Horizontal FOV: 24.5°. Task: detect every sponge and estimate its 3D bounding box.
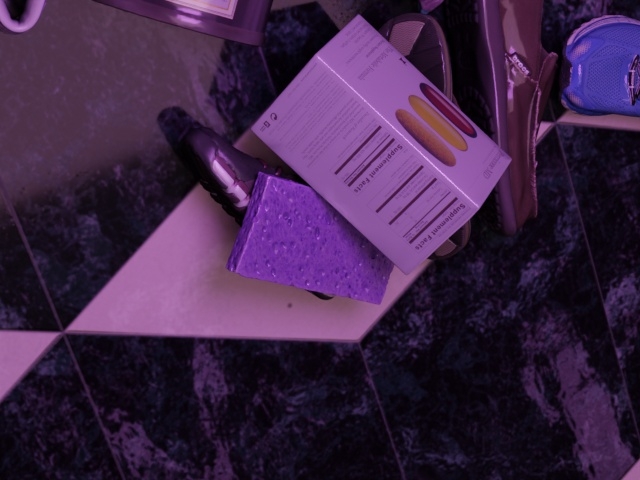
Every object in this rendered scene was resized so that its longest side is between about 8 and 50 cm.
[{"bbox_3d":[0.000,0.000,1.689,0.210,0.031,0.117,14,97,-35],"label":"sponge"}]

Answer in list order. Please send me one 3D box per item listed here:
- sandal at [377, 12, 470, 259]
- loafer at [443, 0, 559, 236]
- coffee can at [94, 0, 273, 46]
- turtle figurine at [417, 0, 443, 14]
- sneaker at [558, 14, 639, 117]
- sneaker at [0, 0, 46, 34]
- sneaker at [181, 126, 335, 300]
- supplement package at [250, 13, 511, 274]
[{"bbox_3d":[0.119,-0.126,1.765,0.086,0.120,0.303,-42,128,-54],"label":"sandal"},{"bbox_3d":[0.234,-0.183,1.760,0.130,0.134,0.366,-10,107,-17],"label":"loafer"},{"bbox_3d":[-0.121,-0.364,1.550,0.201,0.201,0.275,13,100,-22],"label":"coffee can"},{"bbox_3d":[0.045,-0.351,1.666,0.234,0.118,0.175,19,98,-28],"label":"turtle figurine"},{"bbox_3d":[0.438,-0.204,1.804,0.330,0.147,0.130,-3,104,-26],"label":"sneaker"},{"bbox_3d":[-0.323,-0.351,1.508,0.102,0.161,0.282,-12,107,-14],"label":"sneaker"},{"bbox_3d":[-0.031,-0.072,1.727,0.162,0.106,0.281,-47,124,-8],"label":"sneaker"},{"bbox_3d":[0.071,-0.108,1.657,0.244,0.139,0.134,43,126,-3],"label":"supplement package"}]
